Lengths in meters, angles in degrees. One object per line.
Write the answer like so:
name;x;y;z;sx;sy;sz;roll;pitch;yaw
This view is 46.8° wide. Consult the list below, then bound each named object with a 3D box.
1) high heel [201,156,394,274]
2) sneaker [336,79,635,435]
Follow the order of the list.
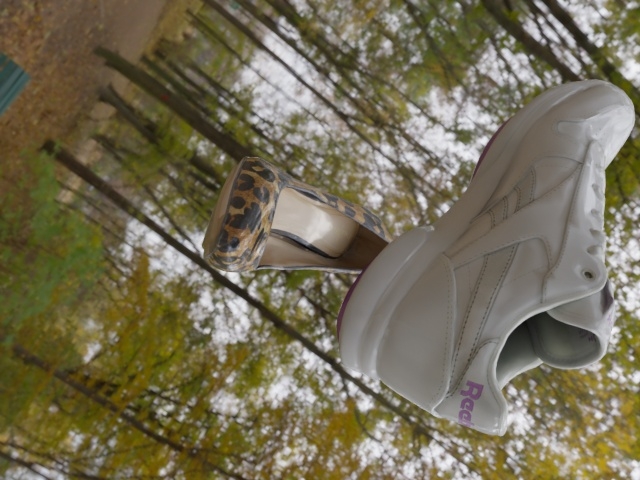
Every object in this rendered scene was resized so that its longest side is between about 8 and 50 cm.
high heel;0.000;0.000;0.655;0.261;0.186;0.093;-75;-171;-78
sneaker;0.154;0.008;0.517;0.152;0.114;0.305;31;-116;31
